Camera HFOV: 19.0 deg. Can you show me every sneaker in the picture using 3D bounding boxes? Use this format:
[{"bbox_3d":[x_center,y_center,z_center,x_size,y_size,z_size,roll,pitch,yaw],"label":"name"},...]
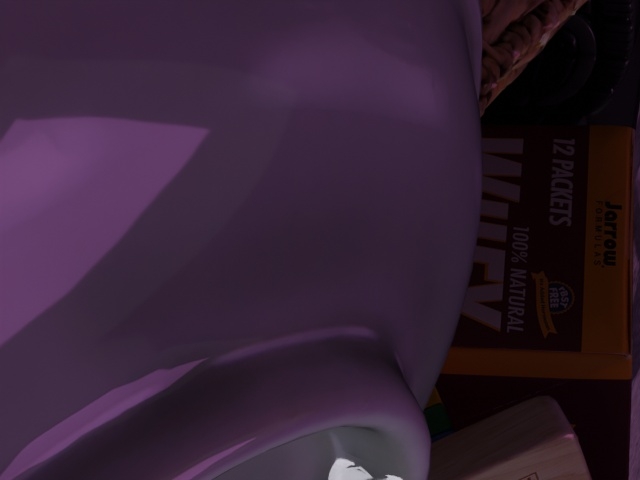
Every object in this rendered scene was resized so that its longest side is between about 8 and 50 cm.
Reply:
[{"bbox_3d":[0.120,-0.102,0.988,0.286,0.109,0.130,88,24,-54],"label":"sneaker"}]

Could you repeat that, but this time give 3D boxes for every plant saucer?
[{"bbox_3d":[-0.080,0.086,0.465,0.400,0.100,0.400,-38,156,-20],"label":"plant saucer"}]

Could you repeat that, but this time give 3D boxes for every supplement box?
[{"bbox_3d":[0.057,0.051,0.941,0.194,0.191,0.129,80,15,-53],"label":"supplement box"}]

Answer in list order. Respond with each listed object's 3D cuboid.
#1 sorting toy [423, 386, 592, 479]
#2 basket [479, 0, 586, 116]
[{"bbox_3d":[0.008,0.179,0.878,0.255,0.257,0.089,65,0,-46],"label":"sorting toy"},{"bbox_3d":[-0.030,-0.112,0.758,0.213,0.223,0.299,-46,-179,39],"label":"basket"}]
